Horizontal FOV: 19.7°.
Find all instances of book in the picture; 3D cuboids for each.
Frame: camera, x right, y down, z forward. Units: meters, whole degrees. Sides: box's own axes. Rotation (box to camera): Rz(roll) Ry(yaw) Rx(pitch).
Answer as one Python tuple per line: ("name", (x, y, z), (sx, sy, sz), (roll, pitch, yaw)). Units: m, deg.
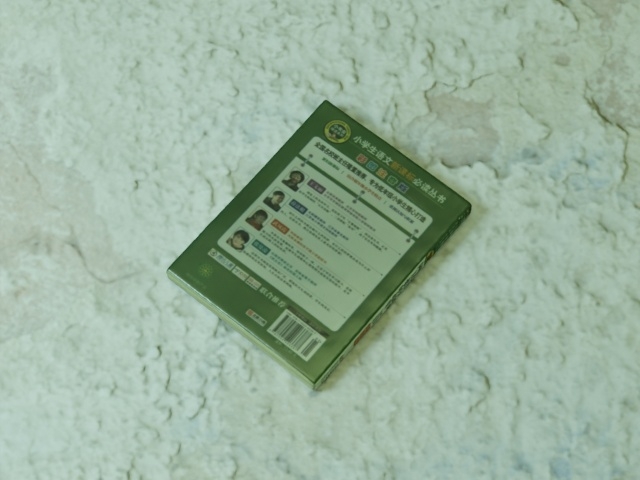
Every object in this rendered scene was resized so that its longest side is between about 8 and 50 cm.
("book", (0.000, 0.000, 1.922), (0.202, 0.027, 0.264), (36, 70, 15))
